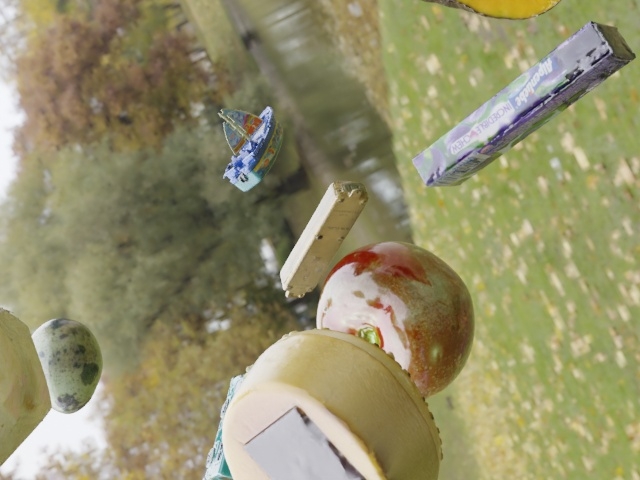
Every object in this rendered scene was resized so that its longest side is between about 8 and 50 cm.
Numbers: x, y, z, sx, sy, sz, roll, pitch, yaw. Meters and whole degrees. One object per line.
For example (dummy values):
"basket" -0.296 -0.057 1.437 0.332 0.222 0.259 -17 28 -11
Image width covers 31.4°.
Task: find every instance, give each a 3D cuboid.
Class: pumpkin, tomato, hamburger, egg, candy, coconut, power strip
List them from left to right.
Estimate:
"coconut" -0.468 0.203 1.500 0.241 0.241 0.241 64 180 1
"egg" -0.480 0.236 2.142 0.141 0.141 0.182 -124 26 -87
"power strip" 0.000 0.000 1.917 0.305 0.064 0.044 -60 37 44
"hamburger" 0.016 0.249 1.452 0.176 0.300 0.300 -39 -73 -47
"tomato" 0.132 0.128 1.880 0.222 0.270 0.270 -25 -91 -48
"pumpkin" 0.255 -0.377 1.667 0.163 0.278 0.111 61 -170 4
"candy" 0.259 -0.171 1.484 0.088 0.312 0.061 -2 -119 -55

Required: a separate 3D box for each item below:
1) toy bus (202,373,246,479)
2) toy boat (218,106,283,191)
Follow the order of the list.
"toy bus" -0.101 0.268 1.599 0.092 0.079 0.160 139 149 -61
"toy boat" -0.116 -0.169 1.798 0.110 0.091 0.175 42 -138 -18
